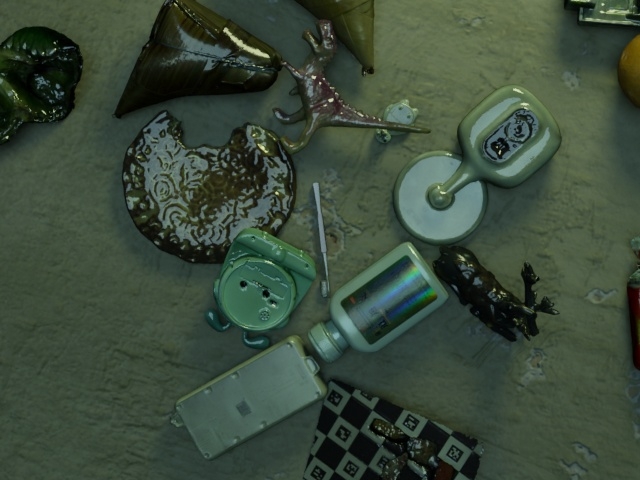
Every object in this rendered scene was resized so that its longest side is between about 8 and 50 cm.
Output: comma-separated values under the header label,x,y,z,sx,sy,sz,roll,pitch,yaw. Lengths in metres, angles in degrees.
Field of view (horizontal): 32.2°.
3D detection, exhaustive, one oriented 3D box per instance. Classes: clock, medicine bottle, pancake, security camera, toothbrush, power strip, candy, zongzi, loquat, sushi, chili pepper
label,x,y,z,sx,sy,sz,roll,pitch,yaw
clock,-0.102,0.086,1.831,0.148,0.060,0.188,25,100,-7
medicine bottle,0.087,0.112,1.815,0.229,0.083,0.121,-36,90,5
pancake,-0.190,-0.098,1.864,0.288,0.033,0.286,-33,86,4
security camera,0.249,-0.118,1.804,0.301,0.080,0.157,-42,88,7
toothbrush,0.002,0.000,1.855,0.017,0.014,0.194,-4,91,6
power strip,-0.118,0.264,1.845,0.270,0.046,0.118,-30,88,9
candy,0.542,0.132,1.787,0.086,0.059,0.292,-4,90,8
power strip,0.124,-0.196,1.832,0.055,0.035,0.083,45,92,3
zongzi,-0.016,-0.399,1.819,0.228,0.115,0.256,2,107,14
zongzi,-0.204,-0.257,1.827,0.221,0.112,0.242,30,101,3
loquat,0.539,-0.267,1.747,0.141,0.141,0.141,0,91,5
sushi,0.124,0.358,1.830,0.280,0.043,0.192,18,99,19
chili pepper,-0.511,-0.255,1.859,0.264,0.116,0.148,-36,76,4

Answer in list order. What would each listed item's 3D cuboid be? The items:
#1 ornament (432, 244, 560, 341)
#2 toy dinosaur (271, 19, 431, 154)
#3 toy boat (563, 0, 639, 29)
label,x,y,z,sx,sy,sz,roll,pitch,yaw
ornament,0.273,0.071,1.721,0.080,0.236,0.202,-43,89,-7
toy dinosaur,0.022,-0.217,1.800,0.200,0.072,0.251,-37,85,17
toy boat,0.552,-0.405,1.761,0.320,0.092,0.141,5,85,4
